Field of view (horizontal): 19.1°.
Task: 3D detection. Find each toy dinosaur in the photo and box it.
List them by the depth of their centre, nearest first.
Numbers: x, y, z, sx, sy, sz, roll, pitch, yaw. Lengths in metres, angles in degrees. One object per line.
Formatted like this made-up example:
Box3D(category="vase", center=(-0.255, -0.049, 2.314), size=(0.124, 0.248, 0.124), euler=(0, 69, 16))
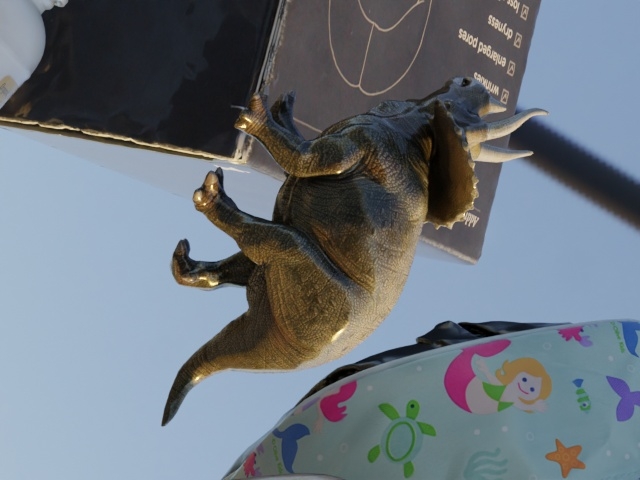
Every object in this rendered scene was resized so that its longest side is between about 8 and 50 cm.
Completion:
Box3D(category="toy dinosaur", center=(0.000, 0.000, 1.224), size=(0.160, 0.313, 0.121), euler=(33, -6, 8))

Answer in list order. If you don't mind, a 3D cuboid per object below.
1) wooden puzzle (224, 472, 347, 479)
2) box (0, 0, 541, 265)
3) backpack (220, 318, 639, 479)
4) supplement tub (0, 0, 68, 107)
Box3D(category="wooden puzzle", center=(-0.127, 0.256, 0.687), size=(0.080, 0.348, 0.322), euler=(-21, 104, -83))
Box3D(category="box", center=(-0.013, -0.262, 1.773), size=(0.297, 0.480, 0.471), euler=(10, -96, 30))
Box3D(category="backpack", center=(0.063, 0.141, 0.888), size=(0.253, 0.225, 0.191), euler=(-58, -134, 53))
Box3D(category="supplement tub", center=(-0.333, -0.133, 1.298), size=(0.228, 0.316, 0.228), euler=(40, -6, 6))
